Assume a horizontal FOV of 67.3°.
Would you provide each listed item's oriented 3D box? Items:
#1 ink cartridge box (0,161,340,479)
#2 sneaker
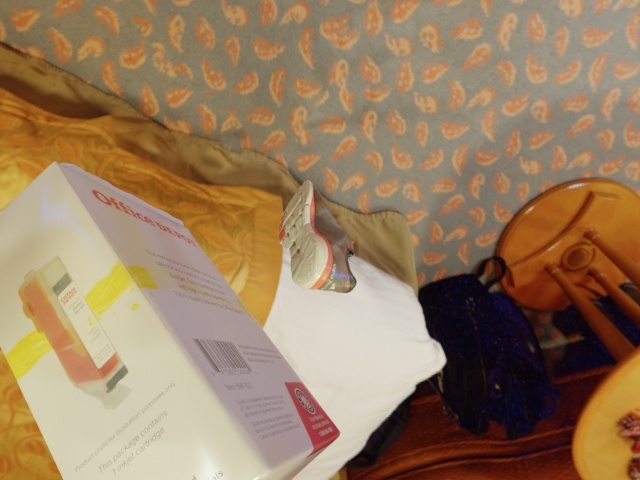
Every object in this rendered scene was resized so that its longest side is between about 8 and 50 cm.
[{"bbox_3d":[-0.179,0.129,0.558,0.160,0.384,0.279,-42,158,1],"label":"ink cartridge box"},{"bbox_3d":[0.000,0.000,0.495,0.065,0.158,0.061,24,123,-26],"label":"sneaker"}]
